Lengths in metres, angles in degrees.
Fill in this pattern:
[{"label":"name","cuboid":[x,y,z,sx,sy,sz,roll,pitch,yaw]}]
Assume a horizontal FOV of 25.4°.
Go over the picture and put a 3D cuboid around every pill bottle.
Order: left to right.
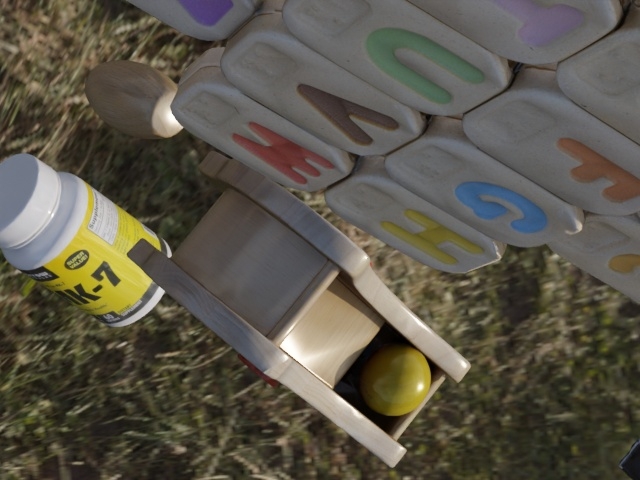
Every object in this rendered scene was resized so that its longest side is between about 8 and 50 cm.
[{"label":"pill bottle","cuboid":[-0.269,-0.001,1.539,0.208,0.119,0.119,39,67,-42]}]

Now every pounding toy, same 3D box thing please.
[{"label":"pounding toy","cuboid":[0.000,0.000,0.764,0.155,0.154,0.269,-51,128,-5]}]

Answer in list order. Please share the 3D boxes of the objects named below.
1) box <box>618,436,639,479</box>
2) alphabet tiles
[{"label":"box","cuboid":[0.177,0.106,0.425,0.162,0.029,0.116,45,28,25]},{"label":"alphabet tiles","cuboid":[0.054,-0.049,0.449,0.278,0.284,0.021,29,69,-17]}]
